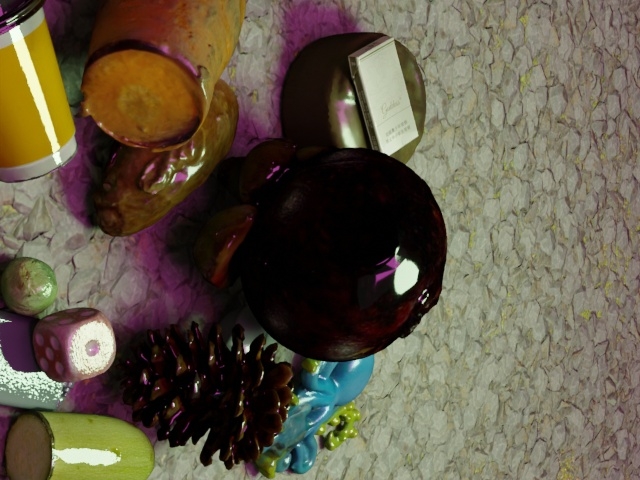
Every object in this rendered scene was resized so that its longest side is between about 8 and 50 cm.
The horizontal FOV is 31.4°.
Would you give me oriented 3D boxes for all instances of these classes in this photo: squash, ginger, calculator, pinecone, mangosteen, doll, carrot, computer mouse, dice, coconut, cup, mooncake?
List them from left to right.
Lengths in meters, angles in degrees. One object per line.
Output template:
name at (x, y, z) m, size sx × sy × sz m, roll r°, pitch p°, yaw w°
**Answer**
cup at (-0.444, -0.229, 1.574) m, size 0.196 × 0.196 × 0.280 m, roll -42°, pitch 133°, yaw -36°
calculator at (-0.461, 0.178, 1.703) m, size 0.246 × 0.045 × 0.141 m, roll 19°, pitch 80°, yaw -48°
coconut at (-0.434, 0.067, 1.693) m, size 0.088 × 0.096 × 0.088 m, roll 6°, pitch 73°, yaw -19°
dice at (-0.368, 0.156, 1.701) m, size 0.093 × 0.091 × 0.094 m, roll -19°, pitch 109°, yaw -45°
squash at (-0.357, 0.334, 1.778) m, size 0.247 × 0.132 × 0.132 m, roll 12°, pitch 86°, yaw -49°
carrot at (-0.232, -0.318, 1.705) m, size 0.224 × 0.224 × 0.341 m, roll 56°, pitch 29°, yaw -36°
ginger at (-0.245, -0.150, 1.812) m, size 0.165 × 0.172 × 0.321 m, roll 38°, pitch 65°, yaw 0°
pinecone at (-0.193, 0.245, 1.858) m, size 0.292 × 0.246 × 0.246 m, roll 16°, pitch 83°, yaw -20°
computer mouse at (-0.151, 0.221, 2.032) m, size 0.128 × 0.079 × 0.231 m, roll 37°, pitch 72°, yaw -40°
doll at (-0.006, 0.293, 2.159) m, size 0.341 × 0.099 × 0.346 m, roll -32°, pitch 143°, yaw -34°
mangosteen at (0.012, 0.005, 1.918) m, size 0.421 × 0.381 × 0.381 m, roll 33°, pitch 68°, yaw -14°
mooncake at (0.073, -0.252, 2.149) m, size 0.284 × 0.155 × 0.284 m, roll -6°, pitch 98°, yaw -46°

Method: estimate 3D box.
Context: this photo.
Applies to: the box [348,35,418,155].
box at (0.115, -0.259, 2.058) m, size 0.109 × 0.029 × 0.198 m, roll -35°, pitch 118°, yaw -39°
